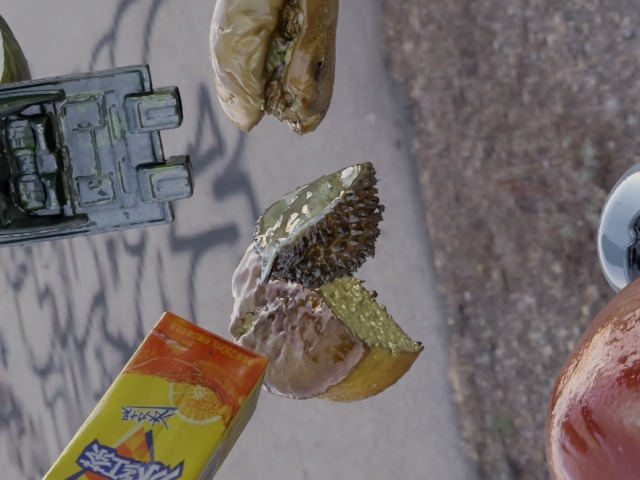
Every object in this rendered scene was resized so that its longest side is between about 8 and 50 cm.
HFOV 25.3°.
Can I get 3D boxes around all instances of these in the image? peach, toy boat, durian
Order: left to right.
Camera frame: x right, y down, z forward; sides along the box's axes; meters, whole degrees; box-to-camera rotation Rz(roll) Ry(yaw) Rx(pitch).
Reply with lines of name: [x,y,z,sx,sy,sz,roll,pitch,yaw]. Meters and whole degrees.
toy boat: [-0.272,-0.064,1.226,0.092,0.320,0.141,-105,6,-75]
durian: [0.000,0.000,1.358,0.148,0.188,0.091,-17,108,41]
peach: [0.388,0.183,1.416,0.373,0.290,0.372,14,108,52]

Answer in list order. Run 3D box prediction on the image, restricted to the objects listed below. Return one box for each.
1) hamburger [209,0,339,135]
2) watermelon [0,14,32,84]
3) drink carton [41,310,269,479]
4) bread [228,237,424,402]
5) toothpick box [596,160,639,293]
hamburger: [-0.044,-0.281,1.772,0.318,0.158,0.318,12,-90,-88]
watermelon: [-0.461,-0.134,1.895,0.303,0.128,0.159,-50,52,8]
drink carton: [-0.206,0.255,1.653,0.155,0.351,0.111,25,138,9]
bread: [-0.017,0.135,2.123,0.340,0.194,0.179,46,112,44]
toothpick box: [0.523,0.004,1.841,0.355,0.263,0.263,27,125,57]
